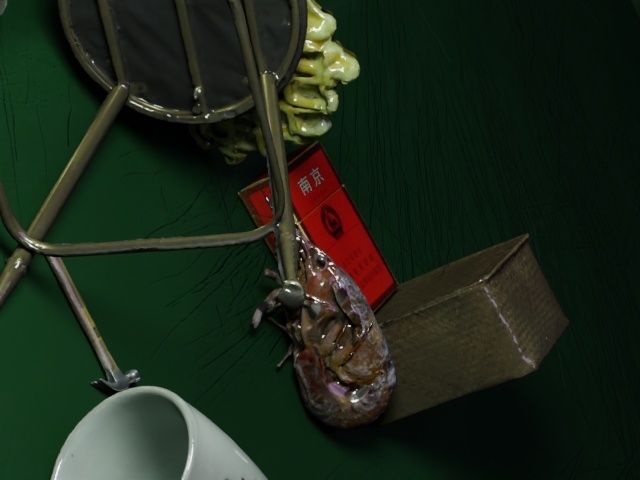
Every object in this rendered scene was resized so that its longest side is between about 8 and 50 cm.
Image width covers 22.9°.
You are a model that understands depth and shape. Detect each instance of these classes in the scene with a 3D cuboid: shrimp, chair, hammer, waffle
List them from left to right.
[{"bbox_3d":[-0.265,0.091,1.774,0.182,0.017,0.062,62,33,-3],"label":"hammer"},{"bbox_3d":[-0.188,-0.176,1.691,0.410,0.362,0.364,-72,154,-57],"label":"chair"},{"bbox_3d":[-0.110,-0.242,1.953,0.317,0.297,0.073,50,44,-11],"label":"waffle"},{"bbox_3d":[-0.012,0.086,2.036,0.116,0.145,0.343,-71,138,-80],"label":"shrimp"}]

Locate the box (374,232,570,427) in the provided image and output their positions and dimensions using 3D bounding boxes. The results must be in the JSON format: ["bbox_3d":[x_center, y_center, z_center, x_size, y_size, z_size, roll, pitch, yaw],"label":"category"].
[{"bbox_3d":[0.177,0.122,2.144,0.143,0.273,0.184,61,34,-8],"label":"box"}]

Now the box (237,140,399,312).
[{"bbox_3d":[0.001,0.000,2.157,0.239,0.074,0.153,60,37,-8],"label":"box"}]

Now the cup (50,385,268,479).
[{"bbox_3d":[-0.161,0.318,1.665,0.234,0.186,0.258,45,67,-42],"label":"cup"}]

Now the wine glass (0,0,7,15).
[{"bbox_3d":[-0.420,-0.233,1.685,0.093,0.093,0.202,57,33,-14],"label":"wine glass"}]
